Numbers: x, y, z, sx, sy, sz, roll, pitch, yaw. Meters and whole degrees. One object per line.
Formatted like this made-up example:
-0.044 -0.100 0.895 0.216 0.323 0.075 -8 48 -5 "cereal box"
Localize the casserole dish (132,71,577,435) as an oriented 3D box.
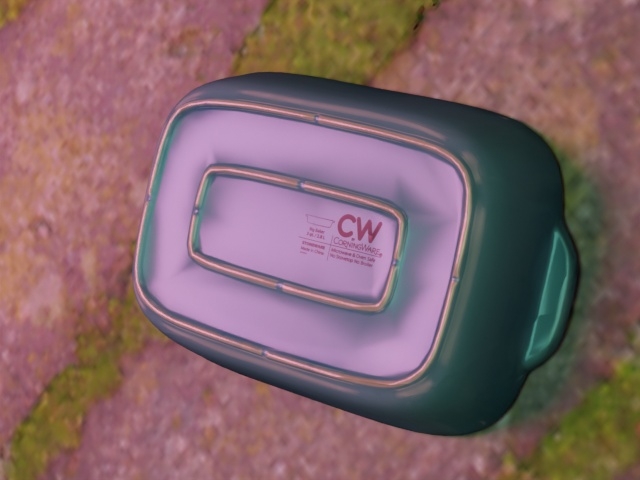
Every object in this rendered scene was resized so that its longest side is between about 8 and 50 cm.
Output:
0.000 0.000 0.609 0.188 0.037 0.114 15 94 36 "casserole dish"
